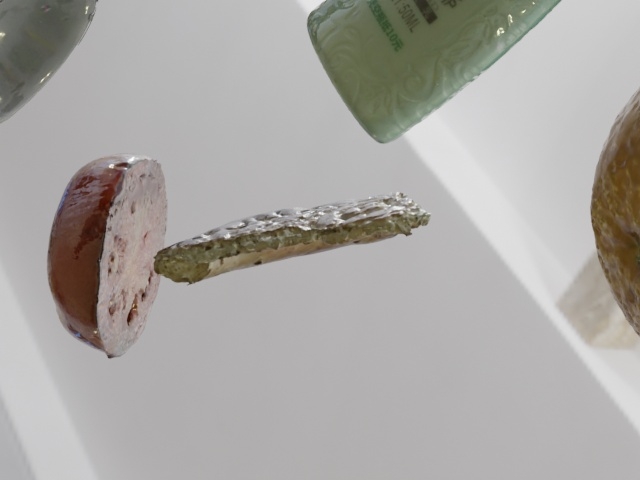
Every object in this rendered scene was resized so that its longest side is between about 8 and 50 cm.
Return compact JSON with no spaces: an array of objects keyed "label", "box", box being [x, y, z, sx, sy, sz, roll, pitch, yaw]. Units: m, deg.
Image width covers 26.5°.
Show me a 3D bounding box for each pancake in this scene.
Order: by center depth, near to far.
[{"label":"pancake","box":[0.000,0.000,1.300,0.244,0.266,0.057,1,-75,52]}]

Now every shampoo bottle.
[{"label":"shampoo bottle","box":[0.083,-0.117,0.538,0.190,0.041,0.069,-35,-118,18]}]

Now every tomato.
[{"label":"tomato","box":[-0.230,0.014,1.438,0.085,0.225,0.225,7,-87,7]}]

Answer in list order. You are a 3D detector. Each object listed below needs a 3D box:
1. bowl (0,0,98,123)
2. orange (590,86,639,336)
[{"label":"bowl","box":[-0.265,-0.162,1.036,0.086,0.189,0.189,42,-56,7]},{"label":"orange","box":[0.264,-0.020,0.733,0.236,0.236,0.236,-7,-99,50]}]
